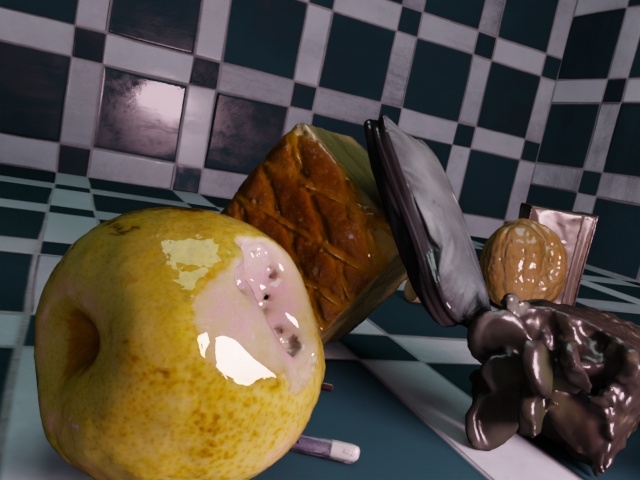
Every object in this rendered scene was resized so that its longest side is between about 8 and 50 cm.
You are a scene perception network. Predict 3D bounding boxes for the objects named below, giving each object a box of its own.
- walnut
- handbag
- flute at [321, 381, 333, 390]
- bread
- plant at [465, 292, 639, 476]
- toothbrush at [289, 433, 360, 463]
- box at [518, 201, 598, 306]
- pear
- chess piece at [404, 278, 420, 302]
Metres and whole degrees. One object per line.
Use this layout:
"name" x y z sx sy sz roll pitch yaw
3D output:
"walnut" 0.551 0.067 1.594 0.257 0.257 0.224 19 12 41
"handbag" 0.158 -0.020 0.823 0.075 0.332 0.192 -28 -22 26
"flute" -0.112 0.174 0.830 0.270 0.014 0.014 13 9 10
"bread" 0.000 0.000 0.954 0.279 0.279 0.207 54 24 18
"plant" 0.312 0.180 0.752 0.276 0.199 0.188 1 19 -40
"toothbrush" -0.099 0.203 0.634 0.288 0.024 0.026 11 -5 2
"box" 0.690 0.041 1.785 0.190 0.297 0.225 13 9 10
"pear" -0.117 0.098 0.538 0.271 0.271 0.271 11 9 -2
"chess piece" 0.277 0.133 1.463 0.122 0.066 0.066 14 7 -25
